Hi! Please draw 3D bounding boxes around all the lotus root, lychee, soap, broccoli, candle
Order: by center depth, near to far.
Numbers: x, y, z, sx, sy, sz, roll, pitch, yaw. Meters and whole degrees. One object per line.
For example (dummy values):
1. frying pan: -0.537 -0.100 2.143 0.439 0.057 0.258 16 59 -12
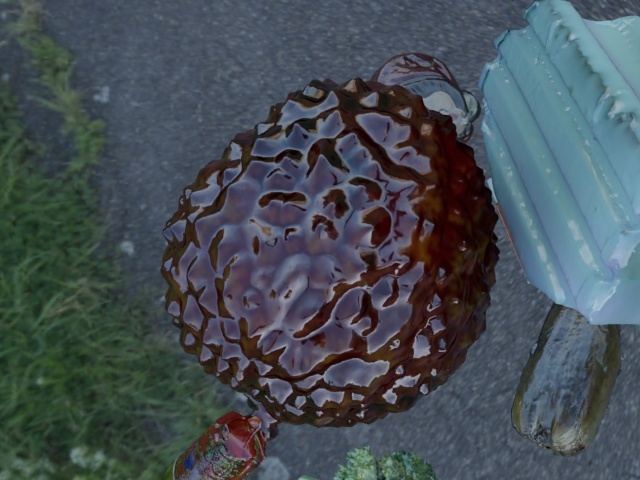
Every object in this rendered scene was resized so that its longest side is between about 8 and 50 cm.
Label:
1. candle: -0.081 0.177 0.699 0.052 0.052 0.130 51 129 10
2. soap: 0.321 -0.101 1.017 0.156 0.446 0.261 2 131 -12
3. lychee: 0.002 0.042 1.073 0.424 0.424 0.500 23 89 21
4. lotus root: 0.455 0.213 1.528 0.167 0.078 0.329 20 68 9
5. broccoli: 0.100 0.517 1.704 0.302 0.375 0.249 37 128 21

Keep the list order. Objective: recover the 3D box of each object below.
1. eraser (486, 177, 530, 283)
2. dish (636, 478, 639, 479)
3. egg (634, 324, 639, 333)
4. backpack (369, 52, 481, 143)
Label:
1. eraser: 0.425 -0.052 1.674 0.157 0.038 0.230 -37 66 46
2. dish: 0.364 0.240 0.702 0.212 0.151 0.077 -6 128 3
3. egg: 0.557 0.106 1.339 0.131 0.164 0.131 8 101 46
4. backpack: 0.188 -0.261 1.691 0.229 0.139 0.229 2 78 -11
